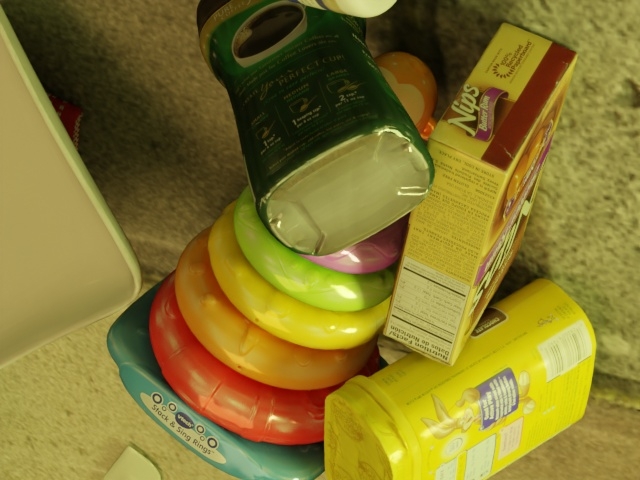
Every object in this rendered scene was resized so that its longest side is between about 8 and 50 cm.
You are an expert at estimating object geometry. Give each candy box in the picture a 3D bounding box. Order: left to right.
[{"bbox_3d":[0.093,-0.024,1.055,0.053,0.109,0.186,26,143,11],"label":"candy box"}]

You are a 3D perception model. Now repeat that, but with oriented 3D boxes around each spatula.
[{"bbox_3d":[-0.146,0.287,1.659,0.168,0.019,0.242,34,143,-2],"label":"spatula"}]

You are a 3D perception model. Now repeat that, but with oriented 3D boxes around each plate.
[{"bbox_3d":[-0.260,-0.045,1.251,0.277,0.045,0.278,-27,91,40],"label":"plate"}]

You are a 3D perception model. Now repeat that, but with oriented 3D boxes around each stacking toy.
[{"bbox_3d":[0.000,0.000,1.132,0.175,0.166,0.302,38,131,10],"label":"stacking toy"}]

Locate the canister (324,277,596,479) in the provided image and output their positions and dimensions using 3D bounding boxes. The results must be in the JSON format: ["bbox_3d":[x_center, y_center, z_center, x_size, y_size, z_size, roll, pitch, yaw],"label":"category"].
[{"bbox_3d":[0.091,0.109,1.148,0.073,0.170,0.126,46,152,33],"label":"canister"}]

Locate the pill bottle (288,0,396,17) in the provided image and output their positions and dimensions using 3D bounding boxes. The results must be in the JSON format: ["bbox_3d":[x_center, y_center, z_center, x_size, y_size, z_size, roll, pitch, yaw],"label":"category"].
[{"bbox_3d":[-0.043,-0.192,0.964,0.187,0.112,0.112,15,140,22],"label":"pill bottle"}]

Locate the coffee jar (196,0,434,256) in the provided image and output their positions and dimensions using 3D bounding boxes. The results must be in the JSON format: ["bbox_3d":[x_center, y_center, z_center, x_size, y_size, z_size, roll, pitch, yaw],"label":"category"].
[{"bbox_3d":[-0.008,-0.084,0.995,0.096,0.184,0.079,-29,136,10],"label":"coffee jar"}]

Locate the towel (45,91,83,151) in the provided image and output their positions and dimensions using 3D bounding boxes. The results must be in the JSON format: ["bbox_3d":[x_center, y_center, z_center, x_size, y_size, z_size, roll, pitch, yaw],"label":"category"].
[{"bbox_3d":[-0.305,-0.086,1.349,0.275,0.031,0.199,24,140,10],"label":"towel"}]
